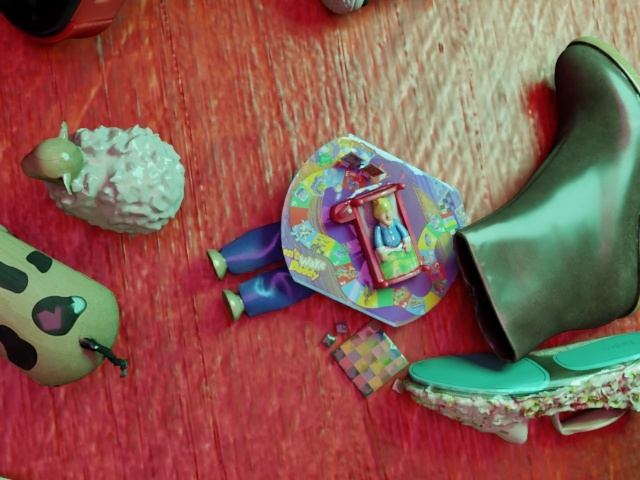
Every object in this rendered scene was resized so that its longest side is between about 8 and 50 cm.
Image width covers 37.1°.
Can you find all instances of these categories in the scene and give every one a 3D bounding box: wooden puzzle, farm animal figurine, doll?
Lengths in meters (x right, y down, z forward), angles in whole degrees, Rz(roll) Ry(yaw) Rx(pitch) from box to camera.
[{"bbox_3d":[0.042,0.102,0.829,0.049,0.006,0.083,-37,89,-12],"label":"wooden puzzle"},{"bbox_3d":[-0.293,0.032,0.700,0.326,0.172,0.330,16,79,-7],"label":"farm animal figurine"},{"bbox_3d":[0.000,0.000,0.817,0.189,0.046,0.129,-20,86,-11],"label":"doll"}]

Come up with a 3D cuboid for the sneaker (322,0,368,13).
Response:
[{"bbox_3d":[0.044,-0.344,0.853,0.153,0.101,0.269,-14,90,-12],"label":"sneaker"}]

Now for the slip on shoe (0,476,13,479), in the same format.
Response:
[{"bbox_3d":[-0.154,0.278,0.726,0.331,0.123,0.101,20,102,-6],"label":"slip on shoe"}]

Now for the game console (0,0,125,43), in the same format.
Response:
[{"bbox_3d":[-0.220,-0.370,0.695,0.342,0.386,0.060,50,41,4],"label":"game console"}]

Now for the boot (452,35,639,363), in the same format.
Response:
[{"bbox_3d":[0.202,-0.039,0.817,0.207,0.090,0.248,-19,93,-26],"label":"boot"}]

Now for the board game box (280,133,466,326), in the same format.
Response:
[{"bbox_3d":[0.051,-0.007,0.791,0.168,0.033,0.133,26,81,-16],"label":"board game box"}]

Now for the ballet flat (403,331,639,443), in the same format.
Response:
[{"bbox_3d":[0.191,0.133,0.814,0.241,0.091,0.077,-6,107,-6],"label":"ballet flat"}]
